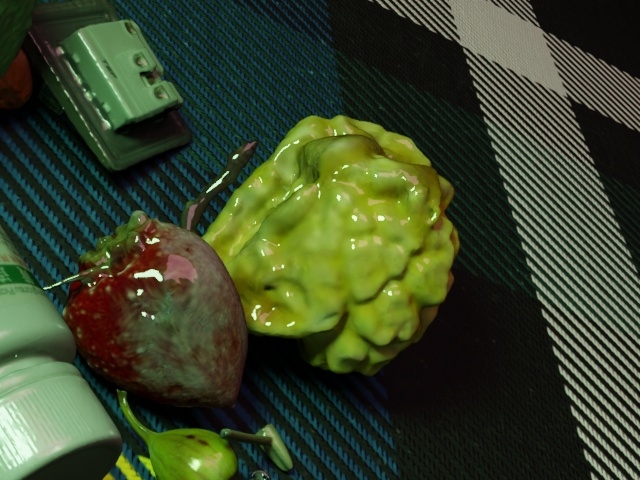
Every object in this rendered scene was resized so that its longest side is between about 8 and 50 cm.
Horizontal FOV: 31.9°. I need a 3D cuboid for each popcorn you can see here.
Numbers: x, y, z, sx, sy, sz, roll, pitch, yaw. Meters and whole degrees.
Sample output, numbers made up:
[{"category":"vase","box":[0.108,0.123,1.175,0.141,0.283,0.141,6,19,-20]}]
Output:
[{"category":"popcorn","box":[0.000,0.000,1.447,0.381,0.349,0.349,9,43,-21]}]

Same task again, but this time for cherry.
[{"category":"cherry","box":[-0.178,0.094,1.279,0.192,0.175,0.250,-41,89,-19]}]

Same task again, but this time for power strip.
[{"category":"power strip","box":[-0.284,-0.236,1.572,0.257,0.092,0.251,59,31,-4]}]

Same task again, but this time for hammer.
[{"category":"hammer","box":[-0.075,0.233,1.262,0.060,0.028,0.195,55,5,18]}]

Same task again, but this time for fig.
[{"category":"fig","box":[-0.155,0.229,1.238,0.093,0.093,0.166,-4,36,-44]}]

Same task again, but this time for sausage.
[{"category":"sausage","box":[-0.468,-0.283,1.512,0.113,0.113,0.259,-7,57,-46]}]

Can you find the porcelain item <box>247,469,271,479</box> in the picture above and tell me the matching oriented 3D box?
[{"category":"porcelain item","box":[-0.064,0.323,1.254,0.075,0.021,0.136,-2,51,-44]}]

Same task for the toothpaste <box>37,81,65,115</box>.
[{"category":"toothpaste","box":[-0.340,-0.227,1.628,0.046,0.034,0.164,39,34,7]}]

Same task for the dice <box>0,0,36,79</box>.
[{"category":"dice","box":[-0.533,-0.295,1.244,0.330,0.318,0.322,39,46,6]}]

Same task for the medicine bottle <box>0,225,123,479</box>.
[{"category":"medicine bottle","box":[-0.351,0.109,1.077,0.208,0.208,0.340,-15,60,-50]}]
